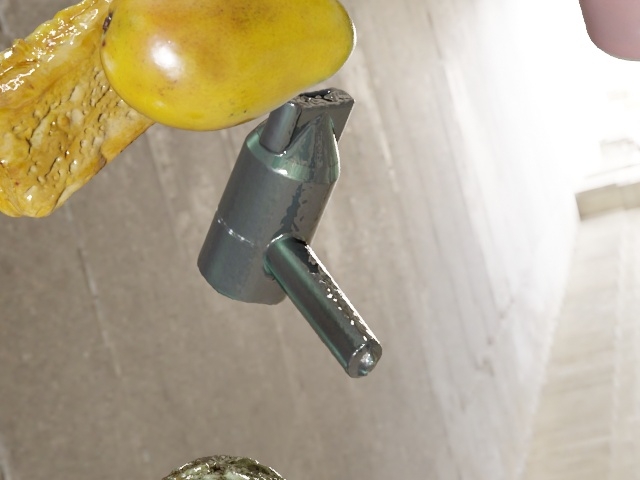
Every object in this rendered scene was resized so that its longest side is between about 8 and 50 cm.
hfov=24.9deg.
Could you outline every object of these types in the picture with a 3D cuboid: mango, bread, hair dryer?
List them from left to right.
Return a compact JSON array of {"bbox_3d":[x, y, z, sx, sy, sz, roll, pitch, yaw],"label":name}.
[{"bbox_3d":[-0.193,-0.140,1.219,0.271,0.077,0.139,-48,130,-31],"label":"bread"},{"bbox_3d":[-0.059,-0.127,0.898,0.163,0.089,0.111,-31,87,-34],"label":"mango"},{"bbox_3d":[0.000,0.000,1.522,0.116,0.244,0.302,-2,38,-36],"label":"hair dryer"}]

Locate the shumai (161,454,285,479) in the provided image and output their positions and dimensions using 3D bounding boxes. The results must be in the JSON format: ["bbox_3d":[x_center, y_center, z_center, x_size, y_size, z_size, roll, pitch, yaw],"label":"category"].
[{"bbox_3d":[-0.053,0.178,0.906,0.124,0.087,0.099,-36,89,-39],"label":"shumai"}]

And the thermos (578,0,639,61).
[{"bbox_3d":[0.260,-0.296,1.273,0.146,0.176,0.265,-102,166,-47],"label":"thermos"}]
